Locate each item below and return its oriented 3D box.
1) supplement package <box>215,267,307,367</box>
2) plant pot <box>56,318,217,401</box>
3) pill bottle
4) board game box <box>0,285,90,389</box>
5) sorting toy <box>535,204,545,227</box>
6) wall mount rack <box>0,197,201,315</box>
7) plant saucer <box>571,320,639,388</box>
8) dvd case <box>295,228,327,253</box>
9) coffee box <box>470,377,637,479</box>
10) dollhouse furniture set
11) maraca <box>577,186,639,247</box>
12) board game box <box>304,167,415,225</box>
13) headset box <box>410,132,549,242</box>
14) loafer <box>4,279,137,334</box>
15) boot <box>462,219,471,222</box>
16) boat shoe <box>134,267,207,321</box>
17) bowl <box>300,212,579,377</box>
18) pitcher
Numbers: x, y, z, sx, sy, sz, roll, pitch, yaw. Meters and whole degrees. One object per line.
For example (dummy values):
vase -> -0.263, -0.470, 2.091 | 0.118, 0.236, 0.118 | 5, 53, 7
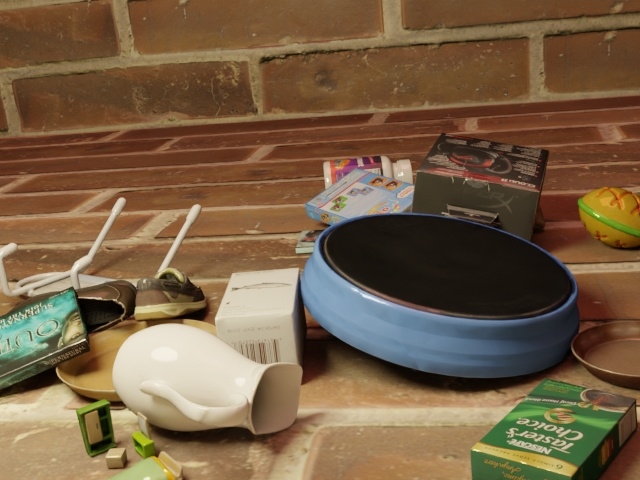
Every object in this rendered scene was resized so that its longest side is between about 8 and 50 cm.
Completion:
supplement package -> -0.078, 0.117, 1.230 | 0.105, 0.105, 0.179 | -6, 17, 3
plant pot -> -0.247, 0.169, 1.245 | 0.236, 0.032, 0.236 | -5, 18, 2
pill bottle -> 0.106, -0.132, 1.981 | 0.193, 0.108, 0.108 | -6, 17, 0
board game box -> -0.421, 0.145, 1.246 | 0.186, 0.026, 0.126 | -24, 41, -8
sorting toy -> 0.319, -0.039, 1.739 | 0.229, 0.041, 0.307 | -2, 21, 9
wall mount rack -> -0.384, 0.028, 1.583 | 0.350, 0.131, 0.304 | 7, 21, 35
plant saucer -> 0.402, 0.145, 1.114 | 0.168, 0.029, 0.168 | -6, 17, 2
dvd case -> 0.000, 0.000, 1.746 | 0.087, 0.013, 0.119 | -4, 18, 7
coffee box -> 0.249, 0.208, 0.935 | 0.113, 0.040, 0.184 | 8, 22, 38
dollhouse furniture set -> -0.218, 0.230, 0.988 | 0.076, 0.059, 0.151 | -17, 20, -32
maraca -> 0.535, -0.032, 1.543 | 0.185, 0.099, 0.127 | 23, 24, 5
board game box -> 0.096, -0.075, 1.807 | 0.160, 0.039, 0.211 | -37, 37, -29
headset box -> 0.295, -0.096, 1.632 | 0.218, 0.110, 0.293 | 11, 24, 13
loafer -> -0.383, 0.113, 1.333 | 0.220, 0.080, 0.078 | -20, 10, -3
boot -> 0.116, 0.036, 1.487 | 0.305, 0.112, 0.115 | -10, -3, -26
boat shoe -> -0.232, 0.079, 1.397 | 0.080, 0.073, 0.223 | -2, 3, 10
bowl -> 0.170, 0.058, 1.243 | 0.391, 0.077, 0.391 | 7, 22, -3
pitcher -> -0.149, 0.169, 1.032 | 0.207, 0.126, 0.177 | 10, 2, 23
